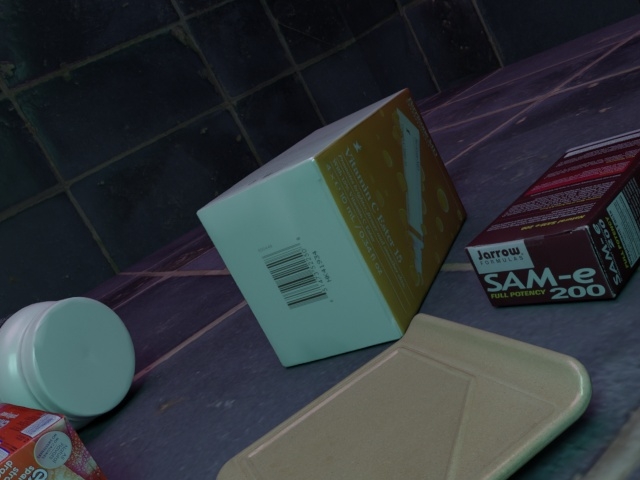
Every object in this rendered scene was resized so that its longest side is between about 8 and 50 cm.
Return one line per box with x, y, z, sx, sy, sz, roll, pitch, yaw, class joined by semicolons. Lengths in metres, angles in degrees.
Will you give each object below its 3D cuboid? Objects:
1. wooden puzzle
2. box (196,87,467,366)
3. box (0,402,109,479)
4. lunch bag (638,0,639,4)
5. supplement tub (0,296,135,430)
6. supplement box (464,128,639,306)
0.044;0.152;0.454;0.238;0.044;0.221;-36;14;-16;wooden puzzle
0.040;-0.034;0.808;0.168;0.215;0.345;-21;15;31;box
-0.313;0.252;0.621;0.128;0.123;0.256;-37;15;-38;box
0.320;-0.126;0.307;0.238;0.328;0.385;-25;11;23;lunch bag
-0.430;0.201;0.932;0.272;0.191;0.191;-22;13;29;supplement tub
0.266;-0.030;0.624;0.239;0.073;0.130;-36;13;-35;supplement box
